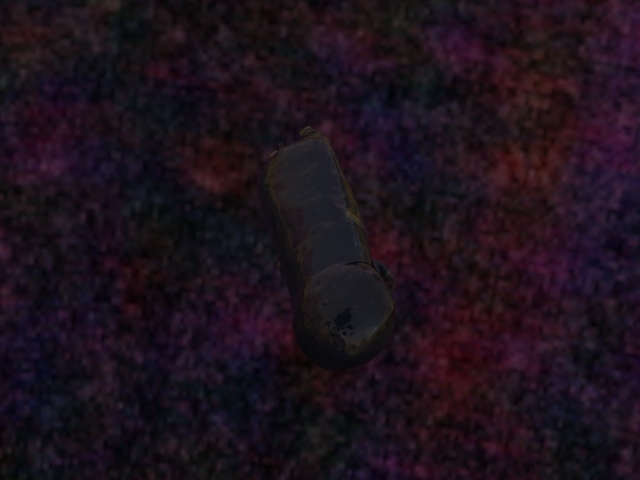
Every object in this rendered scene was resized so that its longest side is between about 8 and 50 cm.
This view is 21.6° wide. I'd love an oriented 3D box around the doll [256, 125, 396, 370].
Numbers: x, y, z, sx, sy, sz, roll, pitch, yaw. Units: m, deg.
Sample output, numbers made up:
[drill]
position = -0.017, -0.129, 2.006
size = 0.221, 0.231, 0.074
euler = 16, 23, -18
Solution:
[doll]
position = 0.000, 0.000, 0.583
size = 0.027, 0.037, 0.125
euler = 43, 19, -35
